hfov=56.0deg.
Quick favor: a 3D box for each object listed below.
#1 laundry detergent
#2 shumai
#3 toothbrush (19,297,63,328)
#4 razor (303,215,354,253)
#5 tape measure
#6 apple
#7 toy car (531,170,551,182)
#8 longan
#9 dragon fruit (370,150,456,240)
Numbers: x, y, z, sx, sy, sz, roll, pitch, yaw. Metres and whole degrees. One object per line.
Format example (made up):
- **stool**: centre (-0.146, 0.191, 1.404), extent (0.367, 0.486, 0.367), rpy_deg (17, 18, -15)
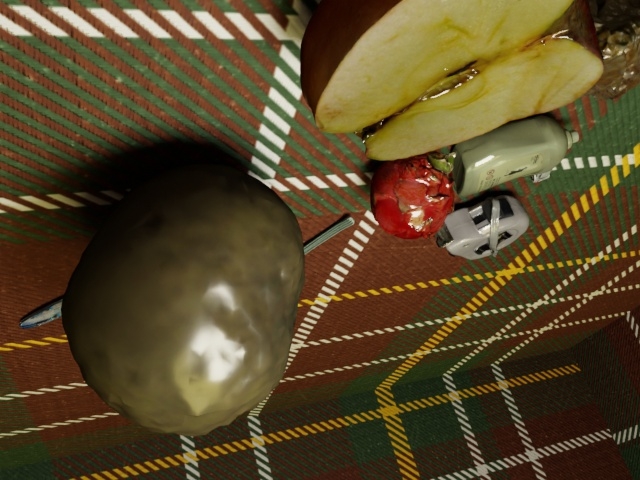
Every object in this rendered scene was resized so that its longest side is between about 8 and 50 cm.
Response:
- **laundry detergent**: centre (0.394, -0.173, 1.213), extent (0.253, 0.091, 0.181), rpy_deg (-17, 155, -2)
- **shumai**: centre (0.417, -0.324, 0.896), extent (0.185, 0.184, 0.218), rpy_deg (-61, 149, 4)
- **toothbrush**: centre (-0.487, 0.111, 1.287), extent (0.413, 0.042, 0.035), rpy_deg (-24, 116, 14)
- **razor**: centre (0.000, -0.002, 1.366), extent (0.191, 0.037, 0.068), rpy_deg (-35, 107, 24)
- **tape measure**: centre (0.404, -0.031, 1.463), extent (0.197, 0.120, 0.236), rpy_deg (-33, 154, 24)
- **apple**: centre (0.158, -0.236, 0.750), extent (0.364, 0.295, 0.329), rpy_deg (-24, 114, 29)
- **toy car**: centre (0.513, -0.158, 1.385), extent (0.041, 0.025, 0.093), rpy_deg (-16, 153, -1)
- **longan**: centre (-0.224, 0.092, 1.008), extent (0.403, 0.436, 0.404), rpy_deg (5, -179, 0)
- **dragon fruit**: centre (0.177, -0.086, 1.162), extent (0.172, 0.172, 0.210), rpy_deg (-9, 138, -16)
